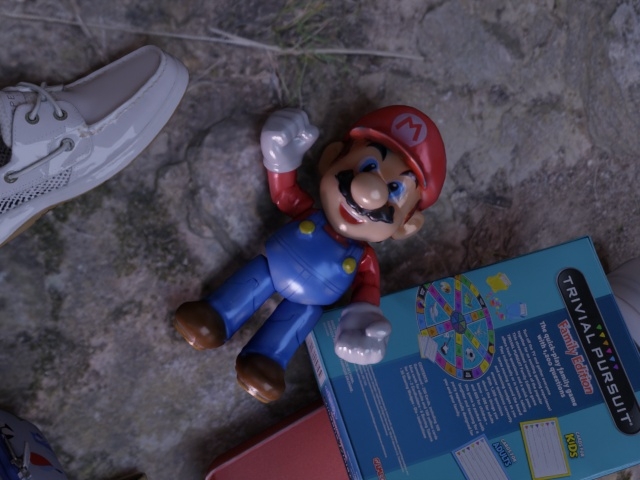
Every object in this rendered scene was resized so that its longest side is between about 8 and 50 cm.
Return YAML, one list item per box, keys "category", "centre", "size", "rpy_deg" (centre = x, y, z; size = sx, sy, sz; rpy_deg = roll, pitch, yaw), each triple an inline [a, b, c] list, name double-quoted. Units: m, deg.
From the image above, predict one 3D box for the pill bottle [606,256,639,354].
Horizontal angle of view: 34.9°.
- category: "pill bottle"
  centre: [0.305, 0.185, 1.262]
  size: [0.363, 0.210, 0.210]
  rpy_deg: [-33, 128, -14]

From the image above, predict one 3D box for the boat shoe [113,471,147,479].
- category: "boat shoe"
  centre: [-0.262, 0.279, 1.042]
  size: [0.190, 0.068, 0.072]
  rpy_deg: [-9, 107, -40]

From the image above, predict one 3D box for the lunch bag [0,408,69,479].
- category: "lunch bag"
  centre: [-0.337, 0.288, 0.872]
  size: [0.303, 0.243, 0.115]
  rpy_deg: [-49, 131, -1]

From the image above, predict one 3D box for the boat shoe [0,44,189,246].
- category: "boat shoe"
  centre: [-0.235, -0.083, 0.834]
  size: [0.277, 0.098, 0.096]
  rpy_deg: [-39, 130, -8]

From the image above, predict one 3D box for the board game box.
- category: "board game box"
  centre: [0.178, 0.162, 1.102]
  size: [0.336, 0.253, 0.079]
  rpy_deg: [-15, 162, -12]

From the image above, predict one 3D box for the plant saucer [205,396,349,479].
- category: "plant saucer"
  centre: [-0.014, 0.296, 1.205]
  size: [0.259, 0.048, 0.258]
  rpy_deg: [-27, 126, -27]

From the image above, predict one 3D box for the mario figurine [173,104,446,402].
- category: "mario figurine"
  centre: [0.000, 0.000, 0.991]
  size: [0.320, 0.170, 0.198]
  rpy_deg: [-51, 129, 2]
